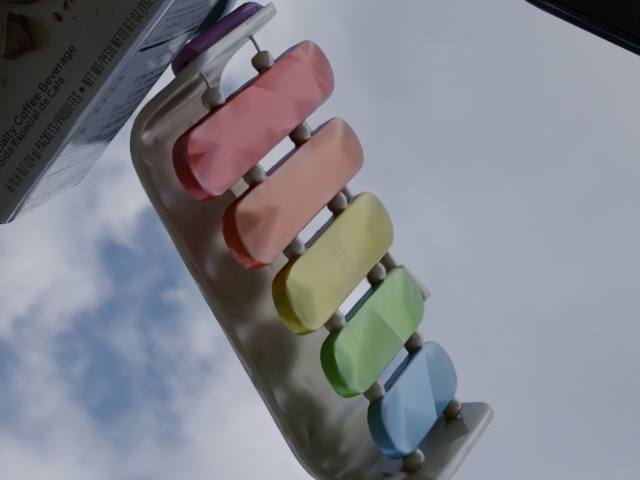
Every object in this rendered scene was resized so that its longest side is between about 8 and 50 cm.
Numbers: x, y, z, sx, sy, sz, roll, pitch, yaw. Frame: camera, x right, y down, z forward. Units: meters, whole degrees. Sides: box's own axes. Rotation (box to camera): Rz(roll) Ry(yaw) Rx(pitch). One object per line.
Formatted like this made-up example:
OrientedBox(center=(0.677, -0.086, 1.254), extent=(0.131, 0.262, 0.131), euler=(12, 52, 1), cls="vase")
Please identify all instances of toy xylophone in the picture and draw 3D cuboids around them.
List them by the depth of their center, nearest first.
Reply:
OrientedBox(center=(0.000, 0.000, 1.254), extent=(0.081, 0.322, 0.236), euler=(-23, -160, 30), cls="toy xylophone")

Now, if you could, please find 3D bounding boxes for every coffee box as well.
OrientedBox(center=(-0.125, -0.177, 1.035), extent=(0.168, 0.119, 0.297), euler=(41, -70, 2), cls="coffee box")

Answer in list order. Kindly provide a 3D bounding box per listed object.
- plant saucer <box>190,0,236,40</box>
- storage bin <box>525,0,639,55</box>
OrientedBox(center=(-0.129, -0.283, 1.295), extent=(0.044, 0.317, 0.317), euler=(-30, -121, -23), cls="plant saucer")
OrientedBox(center=(0.117, -0.126, 0.445), extent=(0.180, 0.122, 0.084), euler=(-61, -162, 21), cls="storage bin")
